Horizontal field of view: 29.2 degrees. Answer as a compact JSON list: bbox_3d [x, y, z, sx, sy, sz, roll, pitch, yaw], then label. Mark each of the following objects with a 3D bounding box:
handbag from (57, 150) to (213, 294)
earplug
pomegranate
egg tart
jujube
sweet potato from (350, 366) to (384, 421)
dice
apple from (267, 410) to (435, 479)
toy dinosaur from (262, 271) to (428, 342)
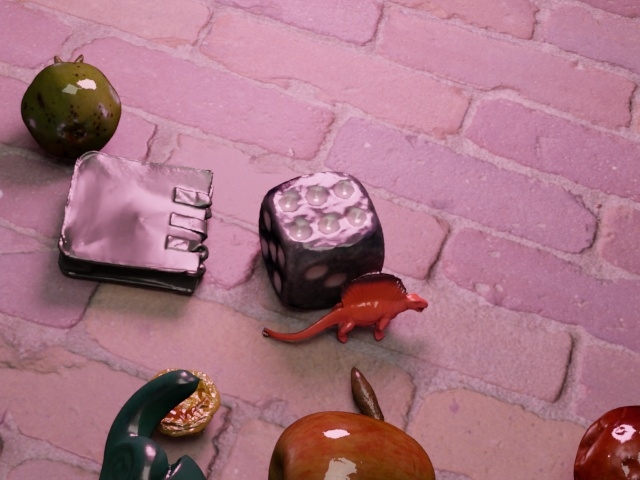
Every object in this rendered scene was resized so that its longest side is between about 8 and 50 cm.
[{"bbox_3d":[-0.318,-0.034,2.161,0.260,0.079,0.248,8,52,-4],"label":"handbag"},{"bbox_3d":[-0.220,0.362,1.825,0.280,0.164,0.257,42,40,5],"label":"earplug"},{"bbox_3d":[-0.461,-0.256,2.264,0.181,0.182,0.224,-5,33,-13],"label":"pomegranate"},{"bbox_3d":[-0.223,0.264,1.957,0.130,0.052,0.130,5,50,-6],"label":"egg tart"},{"bbox_3d":[0.547,0.391,1.894,0.318,0.223,0.223,32,53,3],"label":"jujube"},{"bbox_3d":[0.079,0.276,2.010,0.041,0.038,0.153,-17,63,5],"label":"sweet potato"},{"bbox_3d":[0.000,0.000,2.122,0.182,0.183,0.181,-13,57,-16],"label":"dice"},{"bbox_3d":[0.049,0.377,1.789,0.264,0.264,0.264,5,51,-6],"label":"apple"},{"bbox_3d":[0.048,0.108,2.070,0.286,0.139,0.070,-5,52,-13],"label":"toy dinosaur"}]
